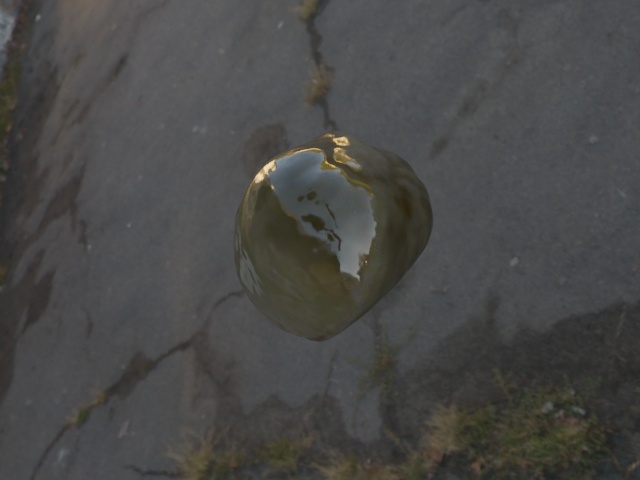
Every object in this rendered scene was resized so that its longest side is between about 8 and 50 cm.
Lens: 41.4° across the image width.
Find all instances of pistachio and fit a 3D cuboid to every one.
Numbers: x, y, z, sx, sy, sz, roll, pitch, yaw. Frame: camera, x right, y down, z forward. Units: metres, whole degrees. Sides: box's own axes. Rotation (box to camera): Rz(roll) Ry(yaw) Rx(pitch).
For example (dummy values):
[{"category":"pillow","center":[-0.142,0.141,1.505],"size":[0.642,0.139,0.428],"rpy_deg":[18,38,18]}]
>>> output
[{"category":"pistachio","center":[0.000,0.000,0.526],"size":[0.185,0.108,0.126],"rpy_deg":[152,118,-66]}]
